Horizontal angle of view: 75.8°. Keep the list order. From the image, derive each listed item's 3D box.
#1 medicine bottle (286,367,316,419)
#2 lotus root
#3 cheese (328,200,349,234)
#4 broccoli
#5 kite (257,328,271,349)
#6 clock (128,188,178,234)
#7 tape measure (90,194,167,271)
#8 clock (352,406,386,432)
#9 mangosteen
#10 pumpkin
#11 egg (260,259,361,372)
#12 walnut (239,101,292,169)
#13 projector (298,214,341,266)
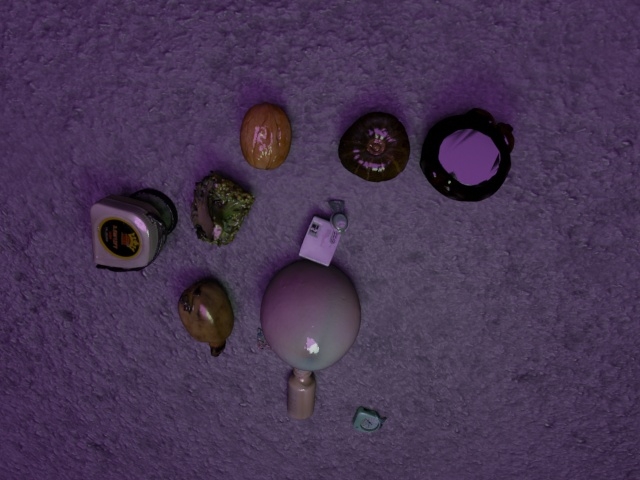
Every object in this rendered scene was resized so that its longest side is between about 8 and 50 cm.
[{"bbox_3d":[-0.075,0.582,1.635,0.114,0.114,0.251,4,112,1],"label":"medicine bottle"},{"bbox_3d":[-0.406,0.292,1.503,0.183,0.182,0.309,-12,113,7],"label":"lotus root"},{"bbox_3d":[0.062,-0.078,1.374,0.067,0.026,0.120,-3,73,-16],"label":"cheese"},{"bbox_3d":[-0.300,-0.085,1.324,0.181,0.273,0.242,3,118,-35],"label":"broccoli"},{"bbox_3d":[-0.195,0.386,1.618,0.139,0.011,0.157,40,109,-16],"label":"kite"},{"bbox_3d":[-0.591,-0.086,1.424,0.185,0.040,0.184,1,112,2],"label":"clock"},{"bbox_3d":[-0.628,-0.003,1.373,0.232,0.133,0.270,16,115,3],"label":"tape measure"},{"bbox_3d":[0.209,0.764,1.738,0.135,0.041,0.101,17,111,-6],"label":"clock"},{"bbox_3d":[0.444,-0.256,1.214,0.288,0.233,0.287,1,95,16],"label":"mangosteen"},{"bbox_3d":[0.172,-0.282,1.264,0.219,0.162,0.218,0,86,2],"label":"pumpkin"},{"bbox_3d":[-0.035,0.279,1.393,0.356,0.339,0.353,0,112,0],"label":"egg"},{"bbox_3d":[-0.166,-0.317,1.258,0.159,0.159,0.206,4,113,0],"label":"walnut"},{"bbox_3d":[0.000,0.000,1.409,0.115,0.061,0.147,21,94,-8],"label":"projector"}]
